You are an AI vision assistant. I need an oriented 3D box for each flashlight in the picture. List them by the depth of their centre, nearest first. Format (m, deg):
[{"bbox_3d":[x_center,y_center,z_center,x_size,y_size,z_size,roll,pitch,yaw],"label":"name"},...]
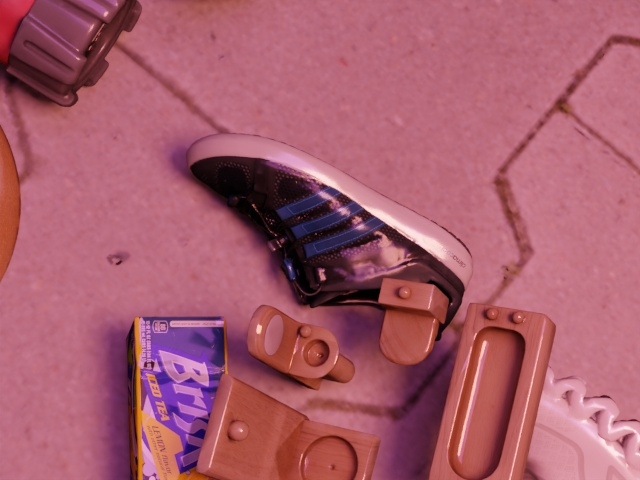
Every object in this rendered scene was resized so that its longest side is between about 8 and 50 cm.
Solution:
[{"bbox_3d":[-0.260,-0.206,0.997,0.304,0.103,0.103,34,69,-1],"label":"flashlight"}]

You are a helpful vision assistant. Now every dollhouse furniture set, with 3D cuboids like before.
[{"bbox_3d":[0.036,0.089,0.914,0.151,0.123,0.144,9,77,24],"label":"dollhouse furniture set"}]

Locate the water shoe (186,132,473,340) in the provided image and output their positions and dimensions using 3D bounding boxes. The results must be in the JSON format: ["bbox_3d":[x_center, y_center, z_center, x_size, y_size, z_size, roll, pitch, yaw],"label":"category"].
[{"bbox_3d":[0.000,0.000,1.007,0.203,0.073,0.080,25,72,-4],"label":"water shoe"}]

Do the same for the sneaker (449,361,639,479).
[{"bbox_3d":[0.180,0.188,0.975,0.292,0.110,0.118,45,77,4],"label":"sneaker"}]

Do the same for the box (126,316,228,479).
[{"bbox_3d":[-0.085,0.132,0.951,0.059,0.054,0.169,1,72,-13],"label":"box"}]

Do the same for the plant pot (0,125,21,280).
[{"bbox_3d":[-0.303,-0.030,0.966,0.236,0.032,0.236,4,71,-13],"label":"plant pot"}]
